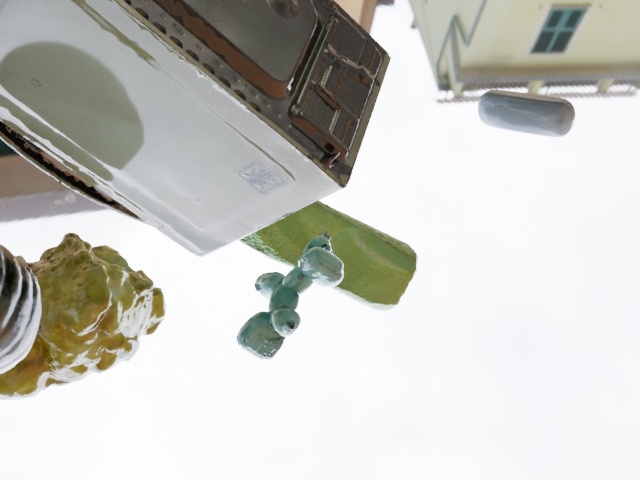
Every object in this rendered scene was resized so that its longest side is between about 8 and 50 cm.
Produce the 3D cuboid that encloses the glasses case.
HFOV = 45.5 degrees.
[{"bbox_3d":[0.369,-0.230,1.377,0.179,0.067,0.045,16,-146,32],"label":"glasses case"}]

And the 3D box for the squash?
[{"bbox_3d":[-0.435,0.077,0.885,0.218,0.218,0.172,-8,-132,-13],"label":"squash"}]

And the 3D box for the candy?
[{"bbox_3d":[0.000,0.000,1.276,0.344,0.132,0.142,27,-159,-17],"label":"candy"}]

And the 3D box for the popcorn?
[{"bbox_3d":[-0.451,0.143,1.389,0.294,0.334,0.292,25,-87,5],"label":"popcorn"}]

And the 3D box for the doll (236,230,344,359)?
[{"bbox_3d":[-0.032,0.061,0.966,0.059,0.159,0.159,36,-130,-19],"label":"doll"}]

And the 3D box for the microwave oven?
[{"bbox_3d":[-0.175,-0.211,0.863,0.394,0.333,0.247,38,-130,-26],"label":"microwave oven"}]
